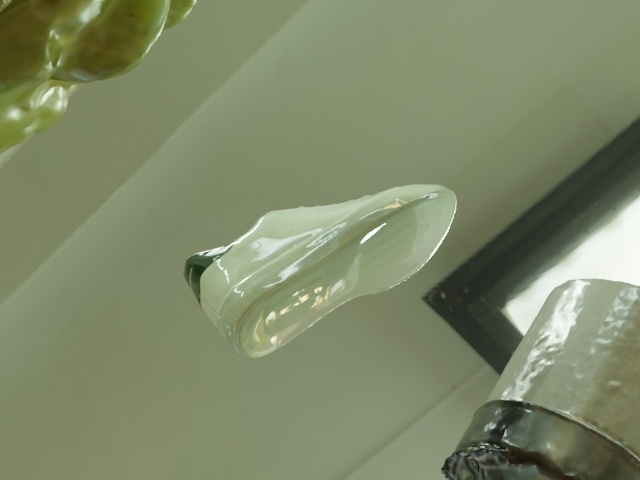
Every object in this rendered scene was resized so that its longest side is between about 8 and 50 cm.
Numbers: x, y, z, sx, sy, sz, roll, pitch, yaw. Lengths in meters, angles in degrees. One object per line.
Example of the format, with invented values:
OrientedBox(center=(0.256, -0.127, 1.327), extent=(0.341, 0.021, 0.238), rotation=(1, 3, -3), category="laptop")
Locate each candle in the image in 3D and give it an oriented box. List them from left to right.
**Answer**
OrientedBox(center=(0.262, 0.129, 0.910), extent=(0.187, 0.187, 0.330), rotation=(45, -119, -14), category="candle")

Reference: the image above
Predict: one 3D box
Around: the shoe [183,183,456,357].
OrientedBox(center=(0.000, 0.000, 0.895), extent=(0.265, 0.110, 0.095), rotation=(-29, -43, -33), category="shoe")

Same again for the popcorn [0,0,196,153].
OrientedBox(center=(-0.159, -0.142, 0.375), extent=(0.251, 0.206, 0.237), rotation=(8, -45, 10), category="popcorn")
